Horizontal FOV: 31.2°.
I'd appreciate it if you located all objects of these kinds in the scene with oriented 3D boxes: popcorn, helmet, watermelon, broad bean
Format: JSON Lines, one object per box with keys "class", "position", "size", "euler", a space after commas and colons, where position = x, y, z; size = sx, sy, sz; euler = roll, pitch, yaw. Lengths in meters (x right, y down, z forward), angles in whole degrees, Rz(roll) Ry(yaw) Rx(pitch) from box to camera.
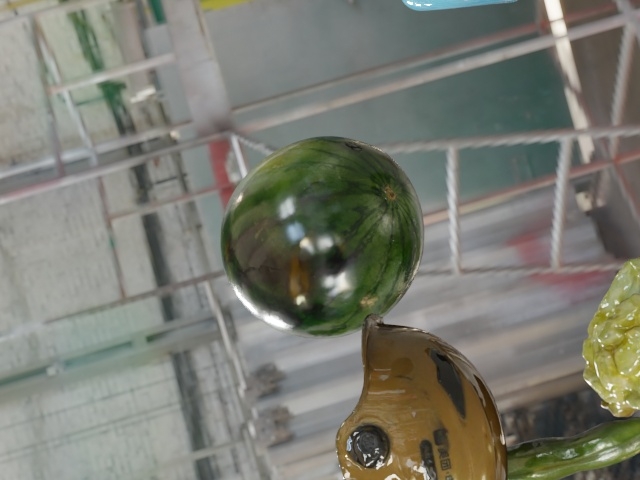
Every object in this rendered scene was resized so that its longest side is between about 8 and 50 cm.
{"class": "popcorn", "position": [0.398, 0.121, 1.315], "size": [0.187, 0.185, 0.167], "euler": [-47, -33, -56]}
{"class": "helmet", "position": [0.091, 0.178, 0.957], "size": [0.198, 0.130, 0.224], "euler": [6, -92, -79]}
{"class": "watermelon", "position": [0.003, -0.003, 1.341], "size": [0.242, 0.242, 0.242], "euler": [164, 90, -88]}
{"class": "broad bean", "position": [0.215, 0.216, 1.135], "size": [0.065, 0.254, 0.046], "euler": [-34, -77, -60]}

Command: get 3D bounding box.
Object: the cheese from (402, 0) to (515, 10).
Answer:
{"class": "cheese", "position": [0.082, -0.181, 0.808], "size": [0.256, 0.106, 0.037], "euler": [-23, -71, -60]}
